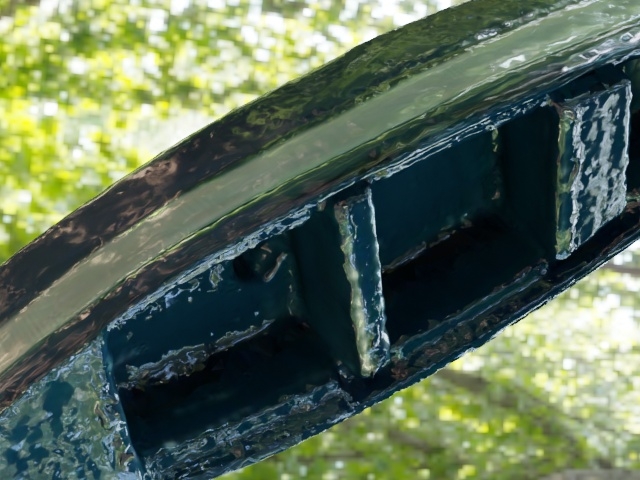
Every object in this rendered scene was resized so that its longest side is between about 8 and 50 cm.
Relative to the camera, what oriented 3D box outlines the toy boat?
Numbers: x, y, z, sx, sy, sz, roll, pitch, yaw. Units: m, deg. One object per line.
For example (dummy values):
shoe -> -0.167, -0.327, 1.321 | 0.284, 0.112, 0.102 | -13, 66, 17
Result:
toy boat -> 0.000, 0.000, 0.441 | 0.062, 0.299, 0.096 | 47, -25, 39
